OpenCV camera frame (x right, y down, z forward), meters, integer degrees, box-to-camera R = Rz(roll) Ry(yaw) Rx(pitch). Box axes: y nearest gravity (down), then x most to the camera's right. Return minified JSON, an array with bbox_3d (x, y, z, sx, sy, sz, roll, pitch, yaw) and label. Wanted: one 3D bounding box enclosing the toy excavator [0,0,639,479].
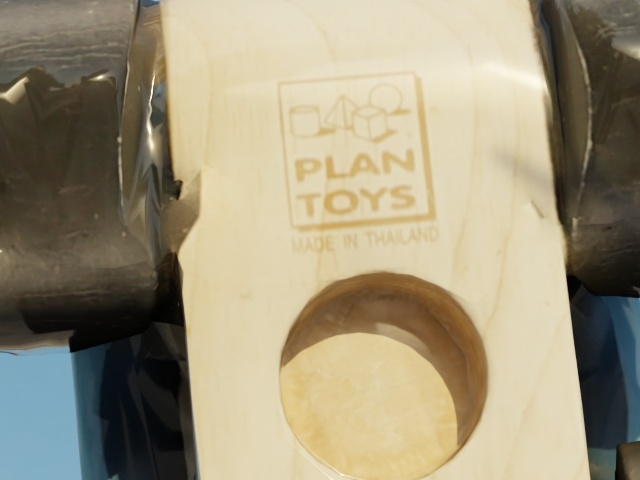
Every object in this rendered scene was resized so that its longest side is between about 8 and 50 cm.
[{"bbox_3d":[0.000,0.000,0.710,0.222,0.433,0.445,-5,-11,-4],"label":"toy excavator"}]
